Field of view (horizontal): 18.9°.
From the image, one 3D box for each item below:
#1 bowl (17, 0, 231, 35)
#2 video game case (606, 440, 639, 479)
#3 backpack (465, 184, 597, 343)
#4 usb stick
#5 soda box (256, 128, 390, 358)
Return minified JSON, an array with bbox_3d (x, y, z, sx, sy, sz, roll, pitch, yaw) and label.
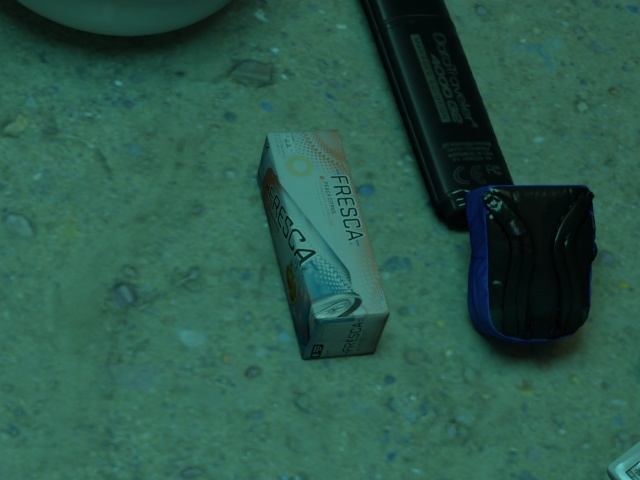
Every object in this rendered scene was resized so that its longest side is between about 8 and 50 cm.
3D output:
[{"bbox_3d":[-0.171,-0.270,1.607,0.298,0.134,0.298,6,53,-8],"label":"bowl"},{"bbox_3d":[0.301,0.172,1.312,0.143,0.019,0.157,-35,61,-12],"label":"video game case"},{"bbox_3d":[0.161,0.020,1.487,0.098,0.101,0.120,-2,86,-9],"label":"backpack"},{"bbox_3d":[0.095,-0.130,1.618,0.077,0.045,0.278,-2,53,-22],"label":"usb stick"},{"bbox_3d":[0.000,0.000,1.489,0.063,0.058,0.183,-4,54,-16],"label":"soda box"}]
